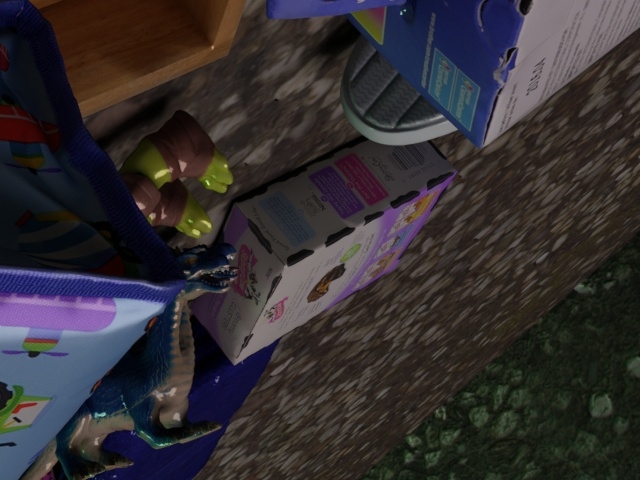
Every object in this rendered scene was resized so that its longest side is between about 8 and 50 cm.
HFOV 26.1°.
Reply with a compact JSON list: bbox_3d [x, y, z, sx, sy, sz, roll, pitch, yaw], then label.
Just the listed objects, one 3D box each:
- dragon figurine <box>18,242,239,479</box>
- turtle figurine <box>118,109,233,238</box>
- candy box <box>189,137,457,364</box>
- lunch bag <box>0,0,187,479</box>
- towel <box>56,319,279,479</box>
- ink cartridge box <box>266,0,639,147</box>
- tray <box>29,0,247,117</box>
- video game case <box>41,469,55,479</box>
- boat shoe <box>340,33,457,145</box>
[{"bbox_3d":[-0.167,0.100,1.034,0.289,0.144,0.085,-24,171,21],"label":"dragon figurine"},{"bbox_3d":[-0.160,0.019,0.835,0.217,0.087,0.269,-38,157,-32],"label":"turtle figurine"},{"bbox_3d":[0.000,0.000,1.161,0.196,0.070,0.165,-29,161,-34],"label":"candy box"},{"bbox_3d":[-0.231,0.039,0.437,0.293,0.138,0.221,-5,146,-47],"label":"lunch bag"},{"bbox_3d":[-0.161,0.178,1.300,0.227,0.076,0.308,-35,164,-40],"label":"towel"},{"bbox_3d":[0.150,-0.224,0.719,0.395,0.151,0.270,-39,164,-17],"label":"ink cartridge box"},{"bbox_3d":[-0.191,-0.088,0.507,0.411,0.076,0.203,-28,161,-32],"label":"tray"},{"bbox_3d":[-0.281,0.290,1.078,0.041,0.232,0.210,-5,-167,46],"label":"video game case"},{"bbox_3d":[0.140,-0.164,0.969,0.302,0.109,0.094,-39,166,-10],"label":"boat shoe"}]
